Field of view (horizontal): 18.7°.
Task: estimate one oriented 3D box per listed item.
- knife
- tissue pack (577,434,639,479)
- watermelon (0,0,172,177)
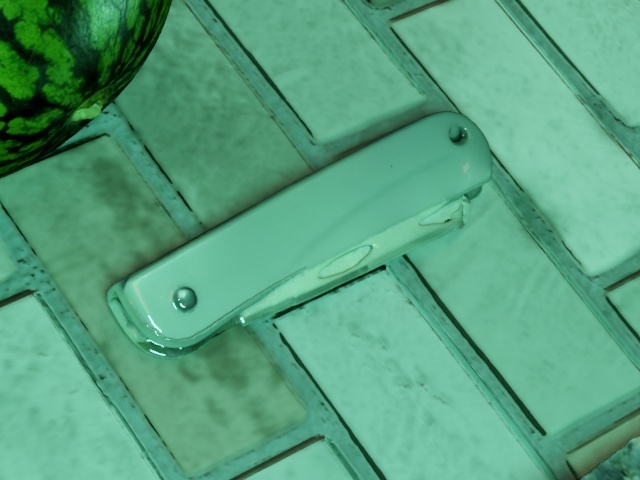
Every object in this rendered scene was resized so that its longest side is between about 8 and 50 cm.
[{"bbox_3d":[-0.002,-0.003,1.146,0.265,0.040,0.073,-26,78,-30],"label":"knife"},{"bbox_3d":[0.237,0.208,1.049,0.173,0.073,0.235,-26,67,-31],"label":"tissue pack"},{"bbox_3d":[-0.216,-0.167,1.051,0.285,0.285,0.285,8,55,-11],"label":"watermelon"}]
